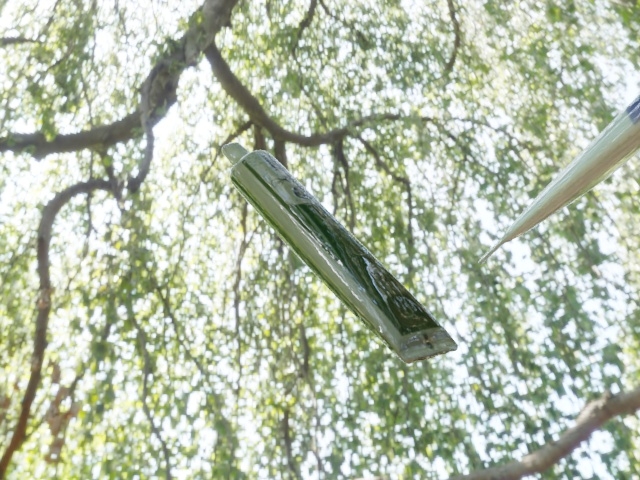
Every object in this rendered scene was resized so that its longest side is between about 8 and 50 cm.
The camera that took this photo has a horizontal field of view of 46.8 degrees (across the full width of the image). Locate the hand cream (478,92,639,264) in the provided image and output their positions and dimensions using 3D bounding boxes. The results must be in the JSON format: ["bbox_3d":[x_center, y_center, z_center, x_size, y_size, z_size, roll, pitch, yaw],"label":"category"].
[{"bbox_3d":[0.208,-0.093,0.368,0.067,0.109,0.321,49,-52,9],"label":"hand cream"}]

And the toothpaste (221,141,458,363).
[{"bbox_3d":[0.000,0.000,0.856,0.098,0.392,0.061,-5,-47,-47],"label":"toothpaste"}]
